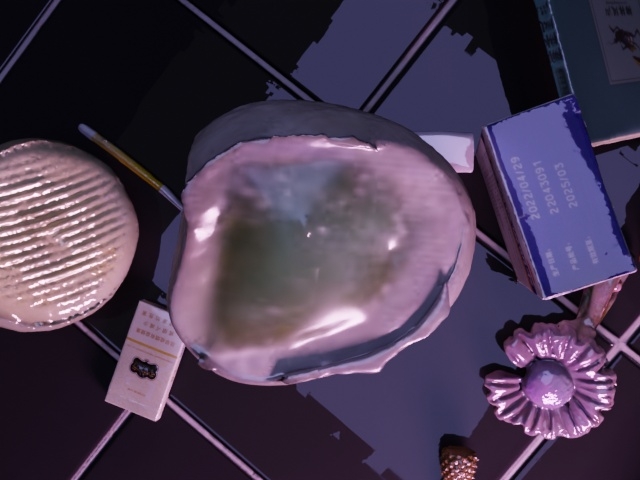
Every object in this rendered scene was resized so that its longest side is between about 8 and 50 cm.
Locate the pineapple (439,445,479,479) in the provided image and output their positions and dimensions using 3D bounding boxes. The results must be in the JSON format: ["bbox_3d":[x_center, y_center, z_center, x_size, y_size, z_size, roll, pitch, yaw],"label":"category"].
[{"bbox_3d":[0.194,0.361,1.002,0.058,0.058,0.124,6,91,7],"label":"pineapple"}]

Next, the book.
[{"bbox_3d":[0.372,-0.316,0.916,0.264,0.031,0.379,-12,88,-33],"label":"book"}]

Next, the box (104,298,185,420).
[{"bbox_3d":[-0.263,0.184,1.075,0.090,0.024,0.167,20,93,7],"label":"box"}]

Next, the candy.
[{"bbox_3d":[0.000,0.000,0.960,0.426,0.186,0.386,-2,102,2],"label":"candy"}]

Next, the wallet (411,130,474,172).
[{"bbox_3d":[0.163,-0.130,1.022,0.122,0.025,0.061,2,88,7],"label":"wallet"}]

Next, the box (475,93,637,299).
[{"bbox_3d":[0.275,-0.048,0.868,0.106,0.299,0.200,-19,87,10],"label":"box"}]

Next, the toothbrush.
[{"bbox_3d":[-0.261,-0.096,1.078,0.288,0.021,0.024,38,83,6],"label":"toothbrush"}]

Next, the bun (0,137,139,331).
[{"bbox_3d":[-0.413,-0.008,1.019,0.287,0.146,0.287,-1,93,-28],"label":"bun"}]

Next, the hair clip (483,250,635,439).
[{"bbox_3d":[0.355,0.141,0.975,0.173,0.069,0.300,27,93,6],"label":"hair clip"}]
